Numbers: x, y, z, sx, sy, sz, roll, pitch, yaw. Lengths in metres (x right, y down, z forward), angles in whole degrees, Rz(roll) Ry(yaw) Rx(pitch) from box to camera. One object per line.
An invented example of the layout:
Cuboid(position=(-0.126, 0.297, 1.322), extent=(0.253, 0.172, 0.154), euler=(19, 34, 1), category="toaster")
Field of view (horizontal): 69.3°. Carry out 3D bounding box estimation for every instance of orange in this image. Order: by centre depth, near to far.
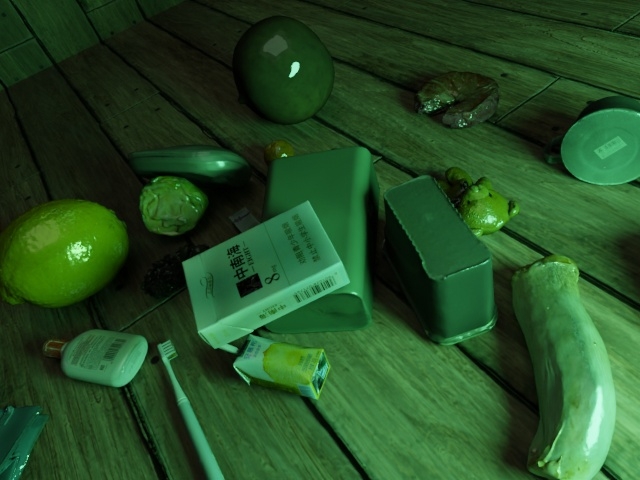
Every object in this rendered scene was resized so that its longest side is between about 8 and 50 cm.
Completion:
Cuboid(position=(-0.107, -0.222, 1.206), extent=(0.083, 0.070, 0.083), euler=(-22, 35, 17), category="orange")

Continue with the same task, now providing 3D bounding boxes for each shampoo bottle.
Cuboid(position=(-0.454, 0.226, 0.917), extent=(0.221, 0.051, 0.108), euler=(2, 50, 21), category="shampoo bottle")

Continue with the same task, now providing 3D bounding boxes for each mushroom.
Cuboid(position=(0.349, 0.171, 0.674), extent=(0.123, 0.095, 0.351), euler=(-16, 41, 32), category="mushroom")

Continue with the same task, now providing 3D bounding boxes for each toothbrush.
Cuboid(position=(-0.224, 0.295, 0.794), extent=(0.030, 0.025, 0.342), euler=(-29, 45, -12), category="toothbrush")

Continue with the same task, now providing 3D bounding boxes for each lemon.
Cuboid(position=(-0.565, 0.025, 1.020), extent=(0.236, 0.235, 0.263), euler=(5, 31, 23), category="lemon")

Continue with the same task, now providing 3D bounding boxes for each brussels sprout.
Cuboid(position=(-0.356, -0.088, 1.131), extent=(0.149, 0.151, 0.122), euler=(-39, 6, 13), category="brussels sprout")

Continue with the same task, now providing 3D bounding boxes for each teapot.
Cuboid(position=(0.569, -0.215, 0.927), extent=(0.239, 0.162, 0.149), euler=(-19, 26, 44), category="teapot")

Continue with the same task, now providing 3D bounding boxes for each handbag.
Cuboid(position=(-0.625, 0.372, 0.839), extent=(0.222, 0.057, 0.144), euler=(-7, 42, 13), category="handbag")

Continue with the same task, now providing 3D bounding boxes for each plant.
Cuboid(position=(-0.313, 0.059, 1.012), extent=(0.174, 0.087, 0.085), euler=(-39, 23, -24), category="plant")

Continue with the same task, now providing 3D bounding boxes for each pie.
Cuboid(position=(0.352, -0.370, 1.200), extent=(0.219, 0.054, 0.204), euler=(26, 61, 35), category="pie")

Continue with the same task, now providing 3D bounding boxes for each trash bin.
Cuboid(position=(0.000, 0.000, 0.907), extent=(0.223, 0.158, 0.343), euler=(-7, 52, 15), category="trash bin")

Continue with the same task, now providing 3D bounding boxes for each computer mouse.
Cuboid(position=(-0.329, -0.193, 1.174), extent=(0.331, 0.197, 0.094), euler=(6, 80, 24), category="computer mouse")

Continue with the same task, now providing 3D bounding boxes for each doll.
Cuboid(position=(0.291, -0.089, 0.933), extent=(0.137, 0.097, 0.209), euler=(-32, 41, -4), category="doll")

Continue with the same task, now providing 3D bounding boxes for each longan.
Cuboid(position=(-0.109, -0.465, 1.286), extent=(0.298, 0.297, 0.297), euler=(-10, 46, 10), category="longan")

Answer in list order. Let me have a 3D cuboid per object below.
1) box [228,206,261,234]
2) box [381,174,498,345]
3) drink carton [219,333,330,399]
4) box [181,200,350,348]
Cuboid(position=(-0.163, -0.028, 1.066), extent=(0.051, 0.036, 0.117), euler=(-36, 48, -14), category="box")
Cuboid(position=(0.198, 0.019, 0.802), extent=(0.139, 0.178, 0.274), euler=(-21, 46, -2), category="box")
Cuboid(position=(-0.090, 0.210, 0.792), extent=(0.200, 0.074, 0.084), euler=(6, 50, 25), category="drink carton")
Cuboid(position=(-0.094, 0.052, 0.757), extent=(0.243, 0.067, 0.155), euler=(-25, 49, -1), category="box")
